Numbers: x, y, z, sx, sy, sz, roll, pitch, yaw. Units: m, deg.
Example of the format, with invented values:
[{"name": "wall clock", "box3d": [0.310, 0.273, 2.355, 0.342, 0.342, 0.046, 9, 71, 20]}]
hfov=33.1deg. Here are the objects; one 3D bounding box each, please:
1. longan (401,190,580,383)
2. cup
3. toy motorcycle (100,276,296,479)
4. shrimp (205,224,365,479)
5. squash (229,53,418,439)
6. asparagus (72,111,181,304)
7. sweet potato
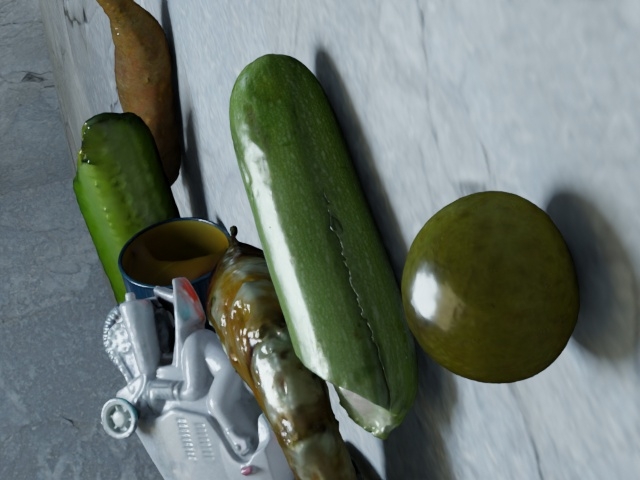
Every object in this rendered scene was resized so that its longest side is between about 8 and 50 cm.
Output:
[{"name": "longan", "box3d": [0.068, 0.016, 0.419, 0.083, 0.075, 0.075, -55, -34, -51]}, {"name": "cup", "box3d": [-0.129, 0.056, 1.130, 0.113, 0.150, 0.138, 19, 134, 30]}, {"name": "toy motorcycle", "box3d": [-0.093, 0.149, 0.982, 0.260, 0.171, 0.110, 60, -160, 10]}, {"name": "shrimp", "box3d": [-0.019, 0.109, 0.794, 0.365, 0.071, 0.233, -134, 20, -77]}, {"name": "squash", "box3d": [0.000, 0.000, 0.627, 0.069, 0.069, 0.239, 118, 135, -69]}, {"name": "asparagus", "box3d": [-0.200, -0.004, 1.215, 0.128, 0.108, 0.382, -91, -9, -50]}, {"name": "sweet potato", "box3d": [-0.191, -0.162, 1.174, 0.314, 0.066, 0.072, 91, 165, -54]}]
